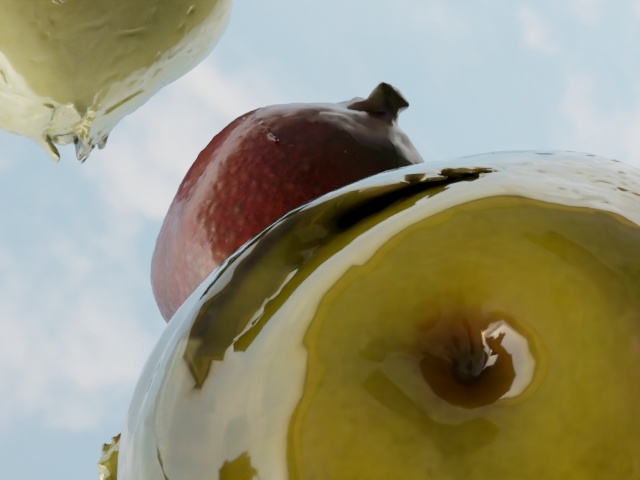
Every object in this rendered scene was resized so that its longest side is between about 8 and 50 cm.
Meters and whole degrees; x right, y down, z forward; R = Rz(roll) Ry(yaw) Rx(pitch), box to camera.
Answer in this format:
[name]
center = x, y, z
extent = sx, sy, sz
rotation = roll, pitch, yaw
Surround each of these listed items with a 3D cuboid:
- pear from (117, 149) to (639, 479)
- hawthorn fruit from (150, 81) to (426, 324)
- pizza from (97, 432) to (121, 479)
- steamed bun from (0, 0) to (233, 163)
[pear]
center = 0.068, 0.125, 0.680
extent = 0.285, 0.336, 0.285
rotation = -4, -144, 3
[hawthorn fruit]
center = 0.000, 0.000, 1.070
extent = 0.169, 0.169, 0.188
rotation = 37, -98, -7
[pizza]
center = -0.092, 0.154, 1.143
extent = 0.099, 0.036, 0.160
rotation = -6, -130, 12
[steamed bun]
center = -0.196, -0.206, 1.341
extent = 0.232, 0.166, 0.273
rotation = -28, -112, -37
